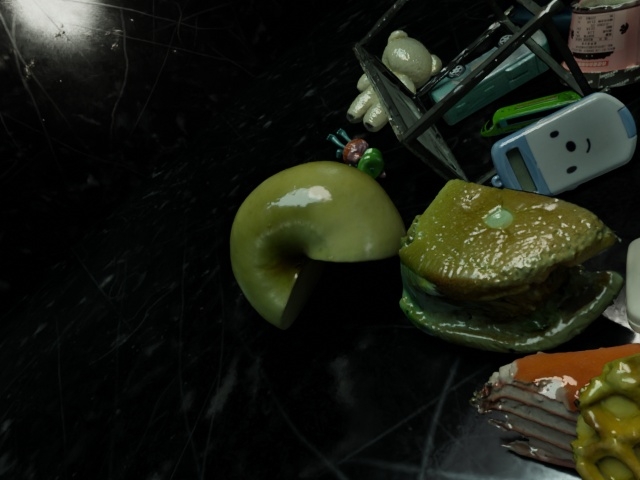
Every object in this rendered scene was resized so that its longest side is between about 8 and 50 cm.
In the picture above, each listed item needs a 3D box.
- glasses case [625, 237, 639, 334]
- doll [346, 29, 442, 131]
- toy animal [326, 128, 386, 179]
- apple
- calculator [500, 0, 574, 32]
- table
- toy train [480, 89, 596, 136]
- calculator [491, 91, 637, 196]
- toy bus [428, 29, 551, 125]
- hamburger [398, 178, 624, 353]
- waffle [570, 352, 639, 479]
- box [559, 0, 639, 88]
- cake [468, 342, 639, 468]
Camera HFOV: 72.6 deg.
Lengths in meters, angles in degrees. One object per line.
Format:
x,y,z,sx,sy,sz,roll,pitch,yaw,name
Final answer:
0.373,0.041,0.464,0.081,0.051,0.204,-7,19,40,glasses case
0.190,-0.420,1.209,0.278,0.175,0.149,-50,-4,-2,doll
0.082,-0.197,1.061,0.103,0.100,0.208,-56,39,15,toy animal
-0.016,-0.013,0.758,0.295,0.233,0.258,-34,4,25,apple
0.511,-0.473,0.913,0.293,0.173,0.051,-124,43,-57,calculator
0.260,-0.309,0.780,0.272,0.222,0.335,-40,43,28,table
0.406,-0.247,0.837,0.209,0.042,0.044,-5,45,41,toy train
0.369,-0.135,0.676,0.210,0.121,0.039,-26,9,19,calculator
0.377,-0.365,0.972,0.261,0.091,0.109,-30,45,16,toy bus
0.206,0.044,0.570,0.192,0.168,0.288,-47,33,-11,hamburger
0.265,0.196,0.312,0.249,0.056,0.253,-14,81,47,waffle
0.499,-0.352,0.752,0.151,0.135,0.151,-13,32,9,box
0.281,0.164,0.402,0.287,0.098,0.135,-19,20,33,cake
